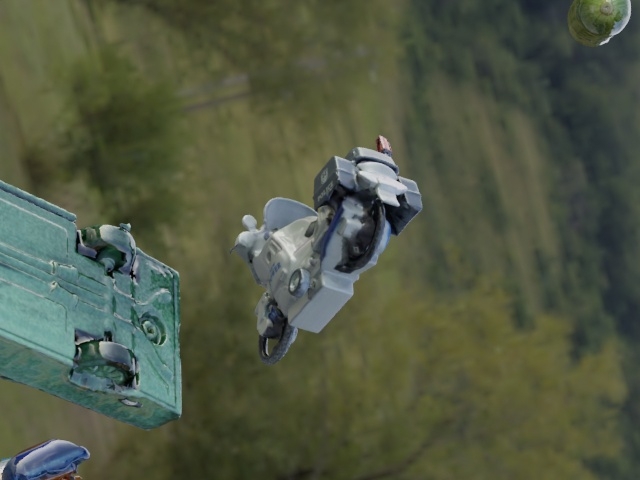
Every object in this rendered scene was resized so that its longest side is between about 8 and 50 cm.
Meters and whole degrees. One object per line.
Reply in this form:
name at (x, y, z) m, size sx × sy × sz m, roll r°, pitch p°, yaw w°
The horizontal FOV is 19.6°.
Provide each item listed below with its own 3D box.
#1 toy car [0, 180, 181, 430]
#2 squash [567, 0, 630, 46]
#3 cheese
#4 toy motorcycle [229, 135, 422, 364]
toy car at (-0.233, 0.034, 1.332) m, size 0.321 × 0.097 × 0.141 m, roll 27°, pitch 46°, yaw -37°
squash at (0.325, -0.264, 2.180) m, size 0.229 × 0.066 × 0.066 m, roll -5°, pitch 80°, yaw -86°
cheese at (-0.367, 0.322, 2.236) m, size 0.129 × 0.217 × 0.329 m, roll 59°, pitch -32°, yaw 12°
toy motorcycle at (0.000, 0.000, 1.579) m, size 0.221 × 0.102 × 0.150 m, roll -48°, pitch -148°, yaw 41°
